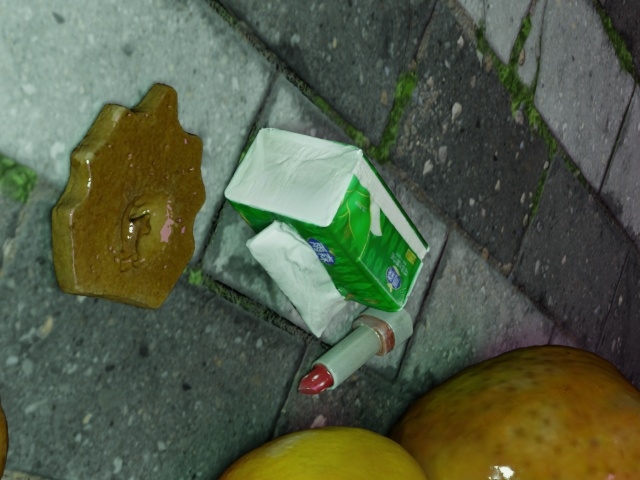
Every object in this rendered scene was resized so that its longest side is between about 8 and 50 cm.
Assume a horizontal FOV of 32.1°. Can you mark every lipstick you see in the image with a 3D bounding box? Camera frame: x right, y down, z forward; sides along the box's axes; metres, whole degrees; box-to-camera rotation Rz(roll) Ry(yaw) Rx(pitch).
[{"bbox_3d":[0.037,0.147,1.424,0.186,0.063,0.057,-35,128,-36],"label":"lipstick"}]

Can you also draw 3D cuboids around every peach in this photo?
[{"bbox_3d":[-0.013,0.347,1.245,0.307,0.289,0.289,7,97,-17],"label":"peach"}]

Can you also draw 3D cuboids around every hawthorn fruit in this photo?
[{"bbox_3d":[0.285,0.381,1.567,0.471,0.471,0.472,-24,121,-49],"label":"hawthorn fruit"}]

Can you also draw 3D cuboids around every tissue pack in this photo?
[{"bbox_3d":[0.001,0.001,1.236,0.156,0.148,0.209,-63,144,-19],"label":"tissue pack"}]

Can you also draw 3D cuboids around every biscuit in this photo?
[{"bbox_3d":[-0.177,-0.046,1.064,0.182,0.034,0.215,20,83,-57],"label":"biscuit"}]

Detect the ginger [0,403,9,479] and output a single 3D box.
[{"bbox_3d":[-0.336,0.124,0.776,0.357,0.152,0.274,40,51,-65],"label":"ginger"}]
